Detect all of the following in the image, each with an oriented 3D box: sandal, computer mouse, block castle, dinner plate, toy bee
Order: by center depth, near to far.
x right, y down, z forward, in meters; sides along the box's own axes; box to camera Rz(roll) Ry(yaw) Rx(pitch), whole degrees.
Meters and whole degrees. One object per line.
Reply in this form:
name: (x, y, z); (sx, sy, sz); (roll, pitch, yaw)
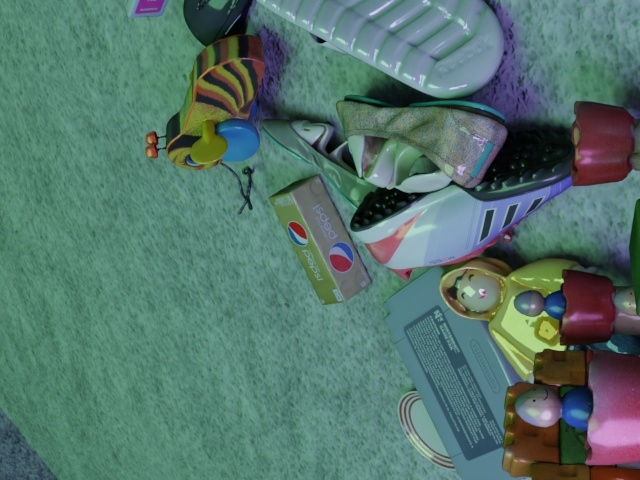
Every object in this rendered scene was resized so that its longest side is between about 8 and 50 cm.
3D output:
block castle: (0.277, 0.102, 1.018); (0.213, 0.453, 0.303); (2, 127, 9)
sandal: (0.032, -0.295, 1.299); (0.416, 0.169, 0.102); (44, -177, 17)
computer mouse: (-0.158, -0.372, 1.507); (0.184, 0.060, 0.262); (51, 144, 6)
toy bee: (-0.165, -0.153, 1.570); (0.195, 0.162, 0.298); (-107, 19, -61)
dinner plate: (0.174, 0.282, 1.669); (0.141, 0.017, 0.141); (31, 138, 32)

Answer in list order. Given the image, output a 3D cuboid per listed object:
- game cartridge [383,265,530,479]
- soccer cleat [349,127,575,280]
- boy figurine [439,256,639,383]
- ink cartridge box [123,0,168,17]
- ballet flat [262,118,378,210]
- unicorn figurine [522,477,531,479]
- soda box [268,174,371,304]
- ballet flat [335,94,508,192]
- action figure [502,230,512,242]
game cartridge: (0.200, 0.180, 1.479); (0.198, 0.062, 0.297); (-39, 72, 51)
soccer cleat: (0.183, -0.037, 1.308); (0.318, 0.108, 0.116); (-20, 120, 39)
boy figurine: (0.271, 0.094, 1.332); (0.285, 0.092, 0.177); (34, 122, 22)
ink cartridge box: (-0.218, -0.460, 1.462); (0.186, 0.065, 0.311); (69, 151, 20)
ballet flat: (0.013, -0.120, 1.514); (0.213, 0.072, 0.068); (41, 115, 20)
unicorn figurine: (0.296, 0.325, 1.521); (0.162, 0.060, 0.111); (9, 120, 49)
soda box: (0.000, 0.000, 1.613); (0.058, 0.061, 0.181); (-11, 109, 53)
ballet flat: (0.094, -0.112, 1.307); (0.316, 0.107, 0.106); (17, 89, 64)
action figure: (0.208, -0.049, 1.358); (0.038, 0.030, 0.115); (-13, 109, 48)
